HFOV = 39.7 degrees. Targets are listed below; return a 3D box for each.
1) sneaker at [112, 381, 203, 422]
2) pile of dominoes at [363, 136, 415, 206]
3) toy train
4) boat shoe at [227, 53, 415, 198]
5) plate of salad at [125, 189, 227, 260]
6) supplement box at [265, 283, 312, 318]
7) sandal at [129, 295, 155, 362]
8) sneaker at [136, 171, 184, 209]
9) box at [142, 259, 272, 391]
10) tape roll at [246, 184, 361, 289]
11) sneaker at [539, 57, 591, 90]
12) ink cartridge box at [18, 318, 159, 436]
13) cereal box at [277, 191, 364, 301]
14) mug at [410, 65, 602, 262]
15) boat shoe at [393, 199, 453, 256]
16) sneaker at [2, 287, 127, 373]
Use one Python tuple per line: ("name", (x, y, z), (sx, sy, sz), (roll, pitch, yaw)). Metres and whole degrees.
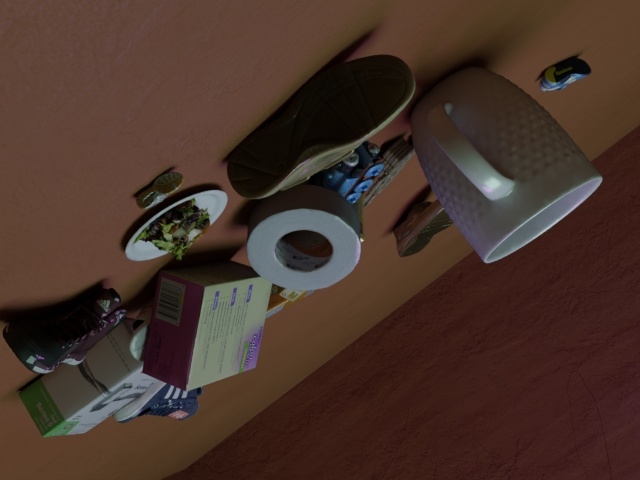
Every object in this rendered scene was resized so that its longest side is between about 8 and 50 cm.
("sneaker", (-0.372, 0.383, 2.132), (0.131, 0.148, 0.350), (-22, -174, 22))
("pile of dominoes", (0.132, -0.143, 1.946), (0.196, 0.040, 0.251), (-44, 176, -32))
("toy train", (0.047, -0.125, 1.738), (0.105, 0.080, 0.184), (-16, 158, -36))
("boat shoe", (0.006, -0.181, 1.406), (0.341, 0.121, 0.110), (-29, 173, 22))
("plate of salad", (-0.239, -0.017, 1.512), (0.200, 0.048, 0.200), (-31, 166, -9))
("supplement box", (-0.099, 0.128, 2.236), (0.233, 0.078, 0.080), (-27, 167, -25))
("sandal", (-0.316, 0.151, 1.824), (0.265, 0.076, 0.101), (-44, 141, -44))
("sneaker", (-0.243, -0.078, 1.352), (0.083, 0.031, 0.037), (-31, 180, 7))
("box", (-0.224, 0.164, 1.789), (0.243, 0.117, 0.213), (-8, 112, -59))
("tape roll", (-0.032, -0.003, 1.708), (0.219, 0.072, 0.219), (0, 134, 0))
("sneaker", (0.576, -0.391, 2.097), (0.144, 0.053, 0.059), (-18, 159, -24))
("ink cartridge box", (-0.465, 0.295, 1.889), (0.273, 0.114, 0.198), (-35, 166, 3))
("cereal box", (0.000, 0.000, 1.878), (0.047, 0.173, 0.240), (32, 126, -25))
("mug", (0.316, -0.164, 1.694), (0.276, 0.328, 0.374), (-40, 164, 22))
("boat shoe", (0.282, -0.058, 2.444), (0.109, 0.098, 0.302), (-12, 159, -25))
("sneaker", (-0.427, 0.137, 1.529), (0.162, 0.106, 0.281), (-40, 176, 0))
